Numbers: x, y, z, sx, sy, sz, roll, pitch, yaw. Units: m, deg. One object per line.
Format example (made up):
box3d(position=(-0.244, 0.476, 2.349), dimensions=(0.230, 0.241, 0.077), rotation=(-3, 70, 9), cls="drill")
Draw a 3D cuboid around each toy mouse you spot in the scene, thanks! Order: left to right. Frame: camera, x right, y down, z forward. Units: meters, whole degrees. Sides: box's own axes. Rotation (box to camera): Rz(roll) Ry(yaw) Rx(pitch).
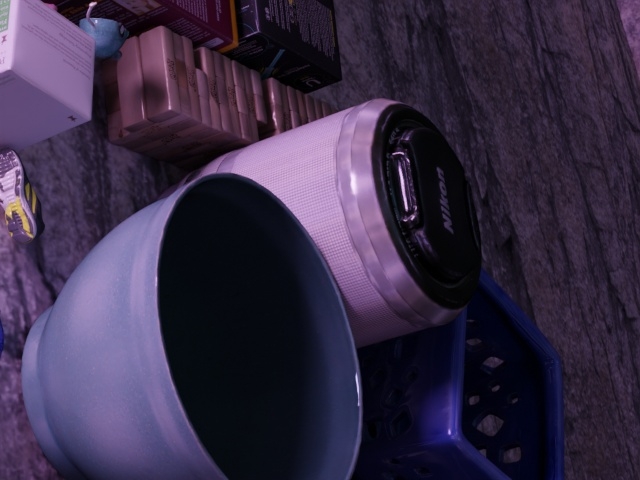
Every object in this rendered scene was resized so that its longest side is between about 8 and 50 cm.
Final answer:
box3d(position=(-0.226, -0.181, 1.478), dimensions=(0.161, 0.143, 0.031), rotation=(14, 80, -31), cls="toy mouse")

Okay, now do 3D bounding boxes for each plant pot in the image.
box3d(position=(-0.122, 0.111, 1.412), dimensions=(0.293, 0.196, 0.293), rotation=(37, 44, -46), cls="plant pot")
box3d(position=(0.112, 0.185, 1.767), dimensions=(0.236, 0.212, 0.236), rotation=(45, 37, -40), cls="plant pot")

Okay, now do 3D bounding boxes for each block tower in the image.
box3d(position=(-0.091, -0.119, 1.716), dimensions=(0.335, 0.091, 0.097), rotation=(22, 56, -56), cls="block tower")

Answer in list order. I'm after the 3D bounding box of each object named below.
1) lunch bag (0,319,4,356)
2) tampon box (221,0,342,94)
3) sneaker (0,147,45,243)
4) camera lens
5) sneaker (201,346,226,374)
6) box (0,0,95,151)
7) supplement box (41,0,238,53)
box3d(position=(-0.395, -0.004, 0.856), dimensions=(0.385, 0.328, 0.239), rotation=(48, 40, -39), cls="lunch bag")
box3d(position=(-0.072, -0.219, 1.776), dimensions=(0.161, 0.120, 0.101), rotation=(24, 54, -54), cls="tampon box")
box3d(position=(-0.259, -0.038, 1.440), dimensions=(0.035, 0.031, 0.083), rotation=(-11, 88, -75), cls="sneaker")
box3d(position=(0.000, 0.000, 1.611), dimensions=(0.219, 0.274, 0.219), rotation=(38, 43, -47), cls="camera lens")
box3d(position=(-0.118, 0.143, 1.577), dimensions=(0.042, 0.067, 0.118), rotation=(-59, 155, -58), cls="sneaker")
box3d(position=(-0.259, -0.140, 1.417), dimensions=(0.102, 0.101, 0.087), rotation=(33, 47, -47), cls="box")
box3d(position=(-0.175, -0.235, 1.619), dimensions=(0.188, 0.104, 0.080), rotation=(25, 52, -54), cls="supplement box")
